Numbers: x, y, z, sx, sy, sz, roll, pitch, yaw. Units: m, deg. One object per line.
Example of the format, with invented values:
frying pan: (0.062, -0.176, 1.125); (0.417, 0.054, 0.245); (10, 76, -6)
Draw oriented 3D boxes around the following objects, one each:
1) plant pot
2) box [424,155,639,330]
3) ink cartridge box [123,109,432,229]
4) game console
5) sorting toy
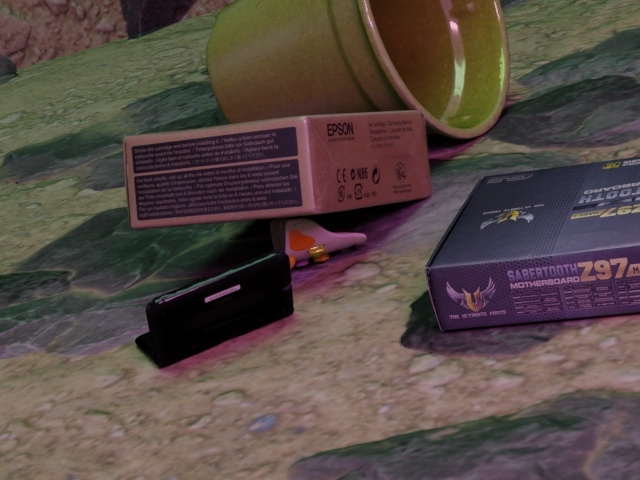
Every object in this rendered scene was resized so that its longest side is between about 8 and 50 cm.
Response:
plant pot: (0.026, -0.209, 1.559); (0.254, 0.276, 0.276); (-17, 15, 36)
box: (0.213, -0.005, 1.085); (0.232, 0.059, 0.183); (-7, 22, 24)
ink cartridge box: (-0.034, -0.065, 1.309); (0.193, 0.088, 0.234); (-3, 4, 29)
game console: (-0.090, 0.047, 1.167); (0.122, 0.107, 0.071); (-22, 48, -17)
sorting toy: (0.000, 0.000, 1.270); (0.075, 0.045, 0.083); (-6, 2, -11)
